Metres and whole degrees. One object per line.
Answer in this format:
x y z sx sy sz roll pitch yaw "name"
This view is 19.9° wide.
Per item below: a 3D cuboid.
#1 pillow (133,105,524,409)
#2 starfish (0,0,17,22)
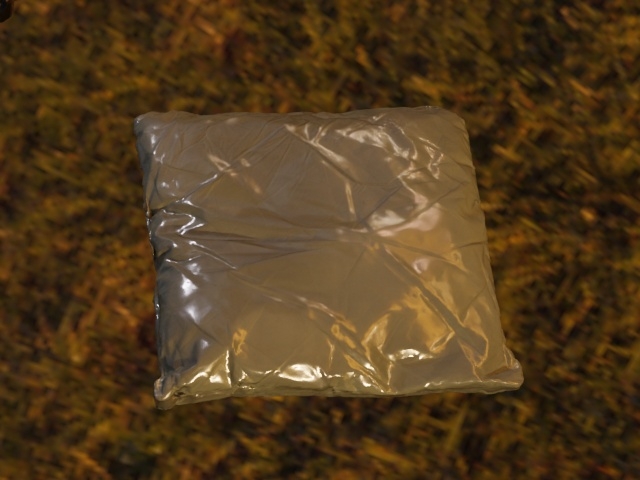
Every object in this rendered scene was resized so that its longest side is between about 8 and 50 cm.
0.001 0.001 1.398 0.076 0.274 0.280 103 163 -51 "pillow"
-0.133 -0.180 0.565 0.227 0.043 0.240 49 138 27 "starfish"
